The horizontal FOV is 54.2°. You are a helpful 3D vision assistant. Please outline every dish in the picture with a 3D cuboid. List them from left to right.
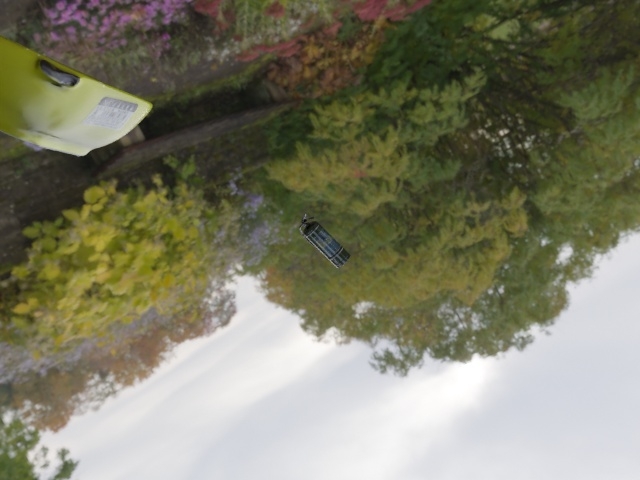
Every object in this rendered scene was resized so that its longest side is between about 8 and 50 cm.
[{"bbox_3d":[-0.348,-0.176,0.786,0.262,0.221,0.108,-44,157,-84],"label":"dish"}]

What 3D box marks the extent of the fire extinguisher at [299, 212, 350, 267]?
[{"bbox_3d":[0.000,0.000,0.812,0.038,0.083,0.025,-33,-163,42],"label":"fire extinguisher"}]
